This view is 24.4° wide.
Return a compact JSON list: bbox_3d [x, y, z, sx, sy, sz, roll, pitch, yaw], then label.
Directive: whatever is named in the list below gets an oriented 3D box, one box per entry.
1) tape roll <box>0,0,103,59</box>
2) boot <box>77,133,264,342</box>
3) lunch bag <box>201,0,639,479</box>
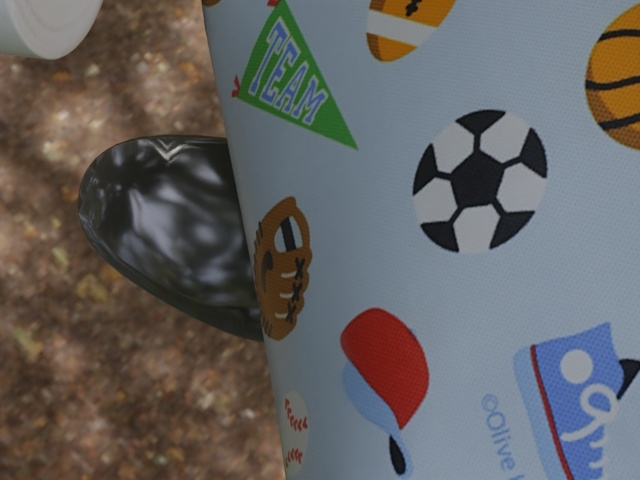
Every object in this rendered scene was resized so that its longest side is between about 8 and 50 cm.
[{"bbox_3d":[-0.273,-0.270,1.145,0.169,0.246,0.246,8,124,11],"label":"tape roll"},{"bbox_3d":[0.000,0.000,0.907,0.305,0.115,0.112,12,102,-14],"label":"boot"},{"bbox_3d":[0.162,-0.037,0.503,0.385,0.239,0.328,-26,60,28],"label":"lunch bag"}]
